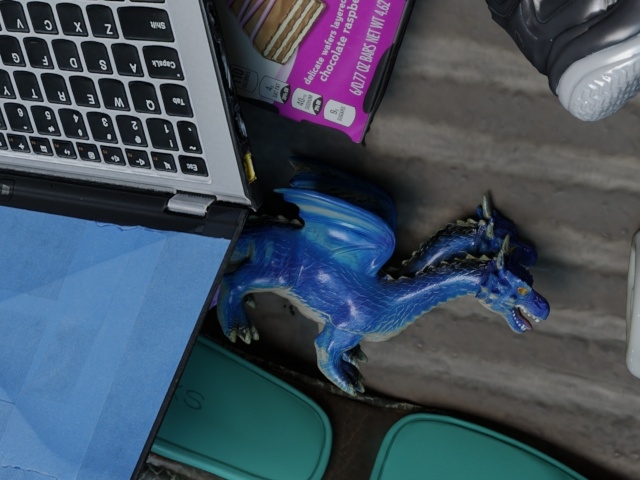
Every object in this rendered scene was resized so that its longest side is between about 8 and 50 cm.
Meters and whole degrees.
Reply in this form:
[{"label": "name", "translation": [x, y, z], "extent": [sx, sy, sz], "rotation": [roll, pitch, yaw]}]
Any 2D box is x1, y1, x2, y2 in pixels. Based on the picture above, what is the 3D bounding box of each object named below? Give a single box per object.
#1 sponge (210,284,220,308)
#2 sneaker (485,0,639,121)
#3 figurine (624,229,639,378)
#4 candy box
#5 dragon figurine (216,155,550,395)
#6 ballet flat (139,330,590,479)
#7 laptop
[{"label": "sponge", "translation": [-0.160, -0.020, 1.050], "extent": [0.117, 0.031, 0.210], "rotation": [-36, 106, 31]}, {"label": "sneaker", "translation": [0.169, -0.206, 0.805], "extent": [0.153, 0.101, 0.268], "rotation": [39, 106, 13]}, {"label": "figurine", "translation": [0.293, -0.008, 0.905], "extent": [0.209, 0.092, 0.215], "rotation": [5, 122, 8]}, {"label": "candy box", "translation": [-0.057, -0.173, 0.906], "extent": [0.233, 0.071, 0.159], "rotation": [20, 124, 4]}, {"label": "dragon figurine", "translation": [0.000, 0.000, 0.976], "extent": [0.289, 0.085, 0.144], "rotation": [28, 108, -4]}, {"label": "ballet flat", "translation": [0.006, 0.183, 1.064], "extent": [0.483, 0.164, 0.182], "rotation": [22, 144, -1]}, {"label": "laptop", "translation": [-0.257, -0.040, 0.875], "extent": [0.382, 0.236, 0.408], "rotation": [9, 124, 35]}]
